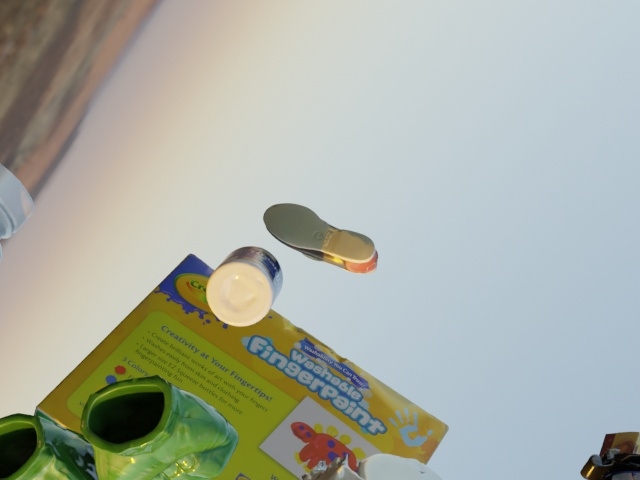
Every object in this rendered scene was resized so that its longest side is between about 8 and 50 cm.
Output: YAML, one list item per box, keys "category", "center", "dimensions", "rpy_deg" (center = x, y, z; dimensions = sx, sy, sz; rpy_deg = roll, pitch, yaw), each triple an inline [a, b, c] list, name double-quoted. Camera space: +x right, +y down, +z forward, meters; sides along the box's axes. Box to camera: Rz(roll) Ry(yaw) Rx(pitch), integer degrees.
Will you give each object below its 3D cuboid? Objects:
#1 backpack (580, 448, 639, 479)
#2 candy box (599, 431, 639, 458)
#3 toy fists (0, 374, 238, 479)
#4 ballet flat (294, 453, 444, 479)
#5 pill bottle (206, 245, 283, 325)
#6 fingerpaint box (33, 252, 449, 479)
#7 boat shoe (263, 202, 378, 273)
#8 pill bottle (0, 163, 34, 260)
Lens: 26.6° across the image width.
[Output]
- category: "backpack"
  center: [0.412, 0.349, 1.361]
  dimensions: [0.263, 0.276, 0.213]
  rpy_deg: [-12, -140, 24]
- category: "candy box"
  center: [0.396, 0.334, 1.652]
  dimensions: [0.053, 0.186, 0.109]
  rpy_deg: [-12, -142, 42]
- category: "toy fists"
  center: [-0.217, 0.222, 1.358]
  dimensions: [0.279, 0.142, 0.096]
  rpy_deg: [-20, -121, 21]
- category: "ballet flat"
  center: [0.042, 0.211, 0.912]
  dimensions: [0.147, 0.147, 0.409]
  rpy_deg: [-57, 164, -3]
- category: "pill bottle"
  center: [-0.073, 0.042, 1.360]
  dimensions: [0.067, 0.067, 0.120]
  rpy_deg: [-54, -178, 11]
- category: "fingerpaint box"
  center: [-0.110, 0.280, 1.814]
  dimensions: [0.371, 0.445, 0.163]
  rpy_deg: [-50, 170, -46]
- category: "boat shoe"
  center: [0.000, 0.000, 1.475]
  dimensions: [0.049, 0.137, 0.043]
  rpy_deg: [-63, 161, -20]
- category: "pill bottle"
  center: [-0.439, 0.011, 1.540]
  dimensions: [0.229, 0.131, 0.131]
  rpy_deg: [-51, -173, -27]
